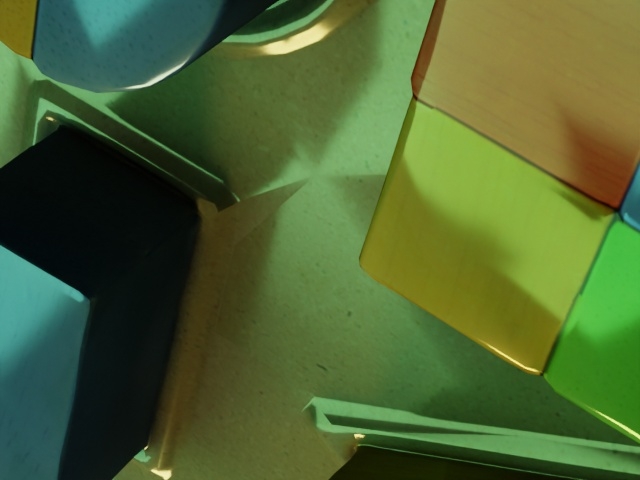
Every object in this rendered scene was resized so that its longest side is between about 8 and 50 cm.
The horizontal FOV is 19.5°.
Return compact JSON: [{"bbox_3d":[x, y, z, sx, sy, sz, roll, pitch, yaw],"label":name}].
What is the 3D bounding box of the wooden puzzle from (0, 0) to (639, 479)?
[{"bbox_3d":[0.000,0.000,0.433,0.348,0.080,0.322,34,135,20],"label":"wooden puzzle"}]
